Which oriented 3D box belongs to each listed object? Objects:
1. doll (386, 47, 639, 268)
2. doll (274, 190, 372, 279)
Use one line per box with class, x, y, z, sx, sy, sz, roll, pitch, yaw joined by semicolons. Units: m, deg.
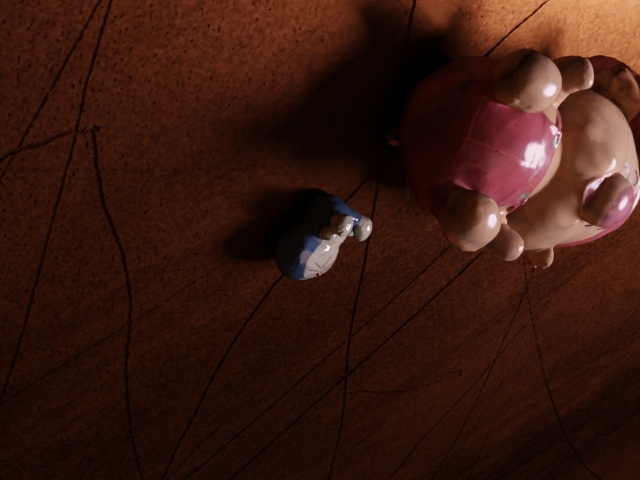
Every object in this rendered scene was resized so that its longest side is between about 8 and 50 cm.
doll;0.185;-0.068;1.132;0.196;0.152;0.256;-39;150;28
doll;0.000;0.000;1.148;0.083;0.050;0.076;-49;159;16
